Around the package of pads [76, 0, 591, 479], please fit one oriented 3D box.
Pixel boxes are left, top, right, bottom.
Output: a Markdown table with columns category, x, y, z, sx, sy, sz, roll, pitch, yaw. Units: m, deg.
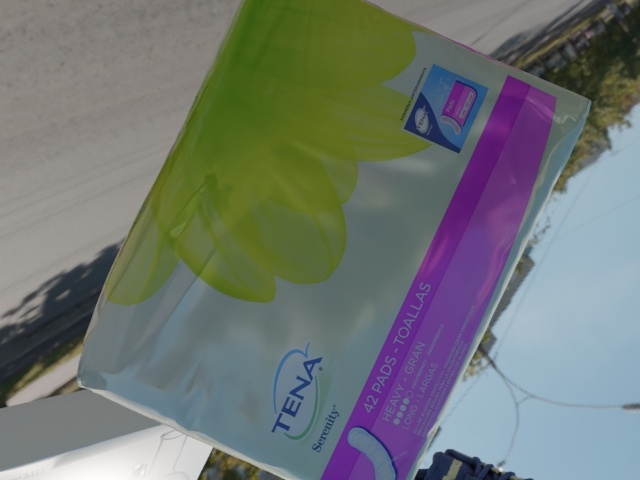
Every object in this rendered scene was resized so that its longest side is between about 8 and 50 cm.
| category | x | y | z | sx | sy | sz | roll | pitch | yaw |
| --- | --- | --- | --- | --- | --- | --- | --- | --- | --- |
| package of pads | 0.000 | 0.000 | 0.432 | 0.101 | 0.229 | 0.297 | -45 | 159 | -88 |

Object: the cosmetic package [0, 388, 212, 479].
| category | x | y | z | sx | sy | sz | roll | pitch | yaw |
| --- | --- | --- | --- | --- | --- | --- | --- | --- | --- |
| cosmetic package | -0.335 | 0.330 | 0.918 | 0.377 | 0.097 | 0.284 | -5 | 130 | -43 |

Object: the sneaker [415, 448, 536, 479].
| category | x | y | z | sx | sy | sz | roll | pitch | yaw |
| --- | --- | --- | --- | --- | --- | --- | --- | --- | --- |
| sneaker | 0.160 | 0.269 | 0.641 | 0.296 | 0.131 | 0.112 | -23 | -167 | 40 |
